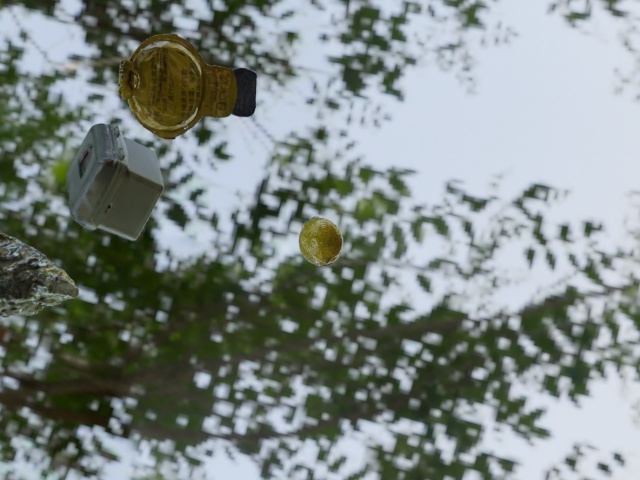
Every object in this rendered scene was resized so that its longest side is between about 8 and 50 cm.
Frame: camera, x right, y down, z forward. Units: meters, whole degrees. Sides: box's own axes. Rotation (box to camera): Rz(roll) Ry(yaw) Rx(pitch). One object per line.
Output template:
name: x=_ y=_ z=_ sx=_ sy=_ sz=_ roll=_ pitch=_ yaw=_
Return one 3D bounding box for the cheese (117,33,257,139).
cheese: x=-0.197 y=-0.226 z=2.147 sx=0.250 sy=0.064 sz=0.156 roll=3 pitch=-88 yaw=-39

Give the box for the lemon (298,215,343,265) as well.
lemon: x=0.000 y=0.000 z=2.017 sx=0.062 sy=0.062 sz=0.083 roll=72 pitch=-176 yaw=-53

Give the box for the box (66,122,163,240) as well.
box: x=-0.356 y=-0.102 z=2.486 sx=0.148 sy=0.129 sz=0.210 roll=-60 pitch=22 yaw=16

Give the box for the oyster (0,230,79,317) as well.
oyster: x=-0.473 y=0.043 z=1.777 sx=0.158 sy=0.351 sz=0.162 roll=-92 pitch=10 yaw=-46
